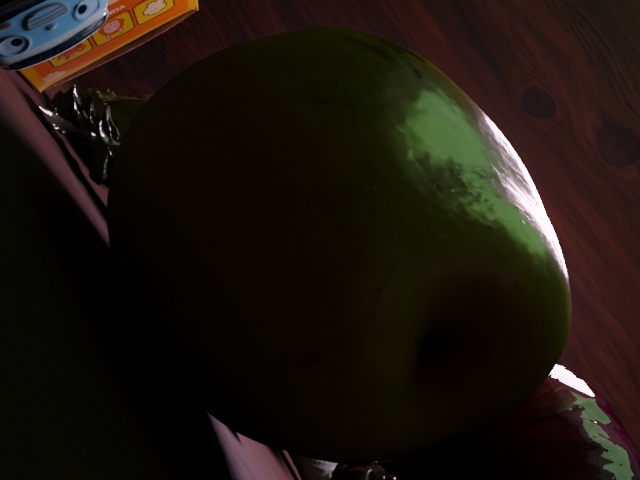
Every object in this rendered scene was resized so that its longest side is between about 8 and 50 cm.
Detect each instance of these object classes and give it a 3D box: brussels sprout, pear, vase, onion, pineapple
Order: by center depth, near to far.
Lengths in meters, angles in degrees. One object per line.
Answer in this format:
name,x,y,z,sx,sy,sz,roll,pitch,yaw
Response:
pear,0.000,0.000,0.509,0.418,0.362,0.362,48,-13,53
onion,0.122,0.260,0.524,0.285,0.347,0.347,25,-1,-16
pineapple,-0.248,-0.083,0.726,0.251,0.125,0.125,50,-7,-17
brussels sprout,-0.301,-0.160,0.882,0.183,0.145,0.131,8,-2,20
vase,-0.017,0.365,0.990,0.219,0.096,0.096,43,-17,46

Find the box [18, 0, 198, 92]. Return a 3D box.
box,-0.339,-0.390,0.715,0.283,0.259,0.214,58,-9,2

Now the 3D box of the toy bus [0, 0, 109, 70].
toy bus,-0.303,-0.281,0.506,0.271,0.133,0.165,55,-14,4
